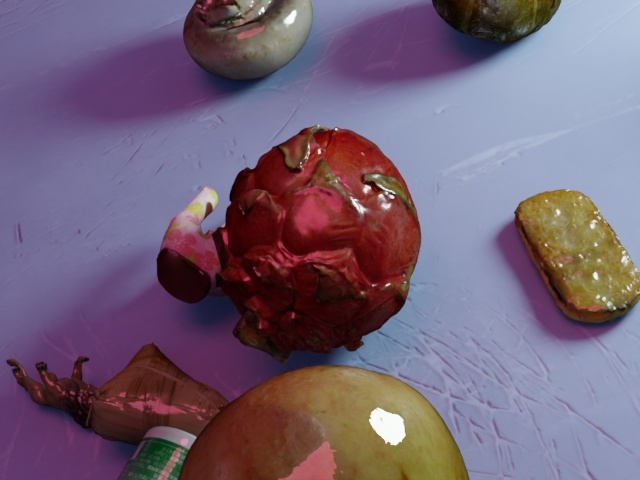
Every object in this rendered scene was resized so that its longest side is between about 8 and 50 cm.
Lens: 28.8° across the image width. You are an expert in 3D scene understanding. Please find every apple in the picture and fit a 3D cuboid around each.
[{"bbox_3d":[0.015,0.306,1.331,0.338,0.338,0.305,-24,61,-2],"label":"apple"}]

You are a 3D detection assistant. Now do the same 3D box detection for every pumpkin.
[{"bbox_3d":[0.278,-0.398,2.001,0.219,0.162,0.219,8,39,-6],"label":"pumpkin"}]

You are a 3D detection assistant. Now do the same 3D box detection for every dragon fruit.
[{"bbox_3d":[0.000,0.000,1.652,0.277,0.277,0.342,12,65,28],"label":"dragon fruit"}]

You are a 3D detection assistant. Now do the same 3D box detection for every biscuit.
[{"bbox_3d":[0.346,0.017,1.678,0.118,0.029,0.247,-16,45,-4],"label":"biscuit"}]

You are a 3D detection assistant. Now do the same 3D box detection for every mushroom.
[{"bbox_3d":[-0.127,-0.377,2.101,0.226,0.178,0.226,-15,37,12],"label":"mushroom"}]

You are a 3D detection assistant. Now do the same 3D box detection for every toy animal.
[{"bbox_3d":[-0.373,0.196,1.740,0.220,0.086,0.069,20,19,39],"label":"toy animal"}]

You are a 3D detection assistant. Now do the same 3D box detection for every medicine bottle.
[{"bbox_3d":[-0.218,0.367,1.488,0.133,0.133,0.274,13,55,29],"label":"medicine bottle"}]

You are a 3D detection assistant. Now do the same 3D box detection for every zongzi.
[{"bbox_3d":[-0.191,0.204,1.670,0.194,0.099,0.197,12,29,13],"label":"zongzi"}]

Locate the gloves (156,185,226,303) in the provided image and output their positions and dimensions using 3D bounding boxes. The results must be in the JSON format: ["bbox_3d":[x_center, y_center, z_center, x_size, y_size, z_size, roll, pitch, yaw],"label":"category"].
[{"bbox_3d":[-0.137,-0.001,1.812,0.145,0.126,0.241,6,23,31],"label":"gloves"}]
